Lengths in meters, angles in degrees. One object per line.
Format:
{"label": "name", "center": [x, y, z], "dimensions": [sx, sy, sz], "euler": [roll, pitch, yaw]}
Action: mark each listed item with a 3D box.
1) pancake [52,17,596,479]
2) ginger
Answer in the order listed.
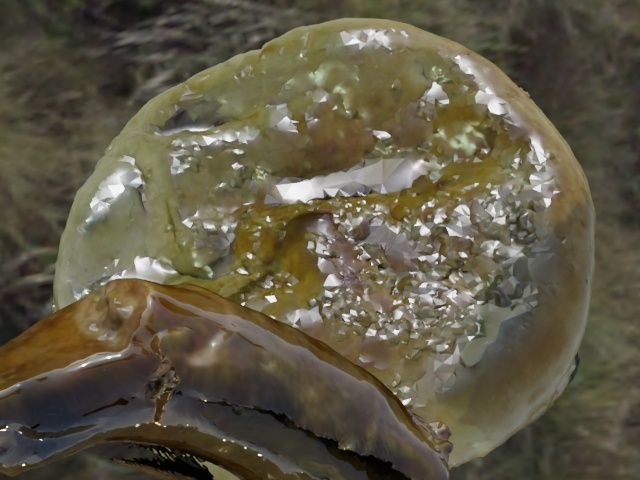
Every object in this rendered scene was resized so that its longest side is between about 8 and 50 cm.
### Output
{"label": "pancake", "center": [0.001, 0.001, 1.143], "dimensions": [0.082, 0.387, 0.387], "euler": [77, 25, -58]}
{"label": "ginger", "center": [-0.035, 0.104, 0.847], "dimensions": [0.309, 0.133, 0.107], "euler": [36, 13, -29]}
